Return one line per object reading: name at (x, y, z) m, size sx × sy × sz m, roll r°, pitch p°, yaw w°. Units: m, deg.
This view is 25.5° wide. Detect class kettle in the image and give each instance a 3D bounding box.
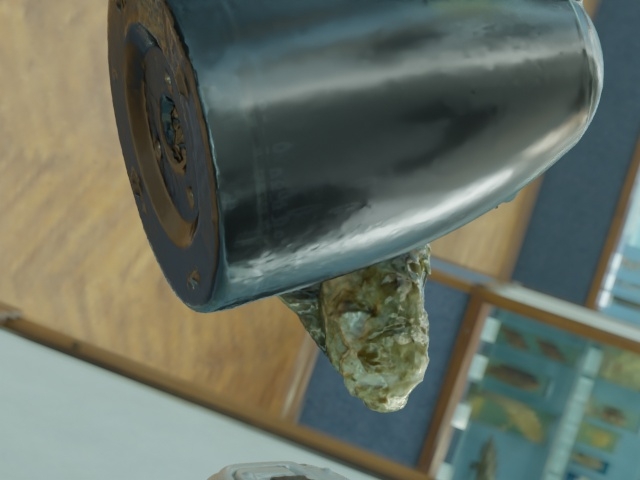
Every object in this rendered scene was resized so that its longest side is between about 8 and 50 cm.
kettle at (0.036, -0.114, 0.832) m, size 0.290 × 0.207 × 0.268 m, roll -13°, pitch 125°, yaw -18°

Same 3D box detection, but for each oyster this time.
oyster at (-0.002, 0.002, 1.223) m, size 0.166 × 0.294 × 0.094 m, roll -47°, pitch 176°, yaw -29°

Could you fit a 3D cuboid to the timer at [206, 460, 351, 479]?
timer at (0.008, 0.317, 1.489) m, size 0.237 × 0.262 × 0.087 m, roll 13°, pitch 104°, yaw -56°
